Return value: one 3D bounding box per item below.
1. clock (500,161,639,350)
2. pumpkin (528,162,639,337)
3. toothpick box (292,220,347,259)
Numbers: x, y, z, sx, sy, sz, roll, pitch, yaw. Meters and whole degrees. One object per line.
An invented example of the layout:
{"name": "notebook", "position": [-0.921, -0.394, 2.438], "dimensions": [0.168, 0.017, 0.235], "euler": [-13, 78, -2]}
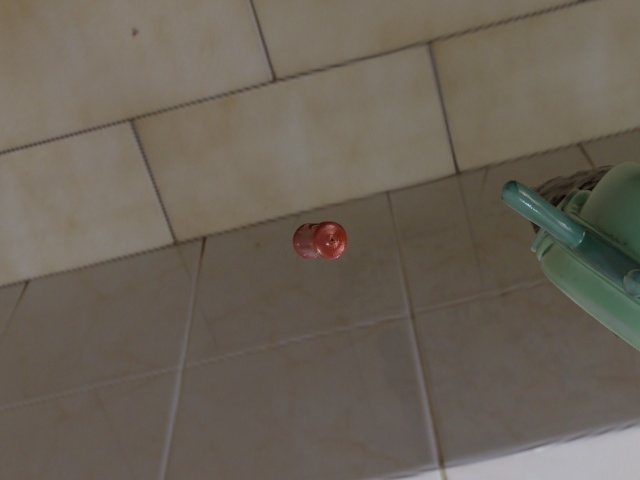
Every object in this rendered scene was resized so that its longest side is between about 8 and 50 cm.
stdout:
{"name": "clock", "position": [0.168, 0.026, 0.436], "dimensions": [0.211, 0.159, 0.066], "euler": [24, 103, -41]}
{"name": "pumpkin", "position": [0.297, -0.039, 1.011], "dimensions": [0.111, 0.278, 0.163], "euler": [41, 108, -14]}
{"name": "toothpick box", "position": [0.000, 0.000, 1.235], "dimensions": [0.047, 0.083, 0.047], "euler": [1, 88, -20]}
